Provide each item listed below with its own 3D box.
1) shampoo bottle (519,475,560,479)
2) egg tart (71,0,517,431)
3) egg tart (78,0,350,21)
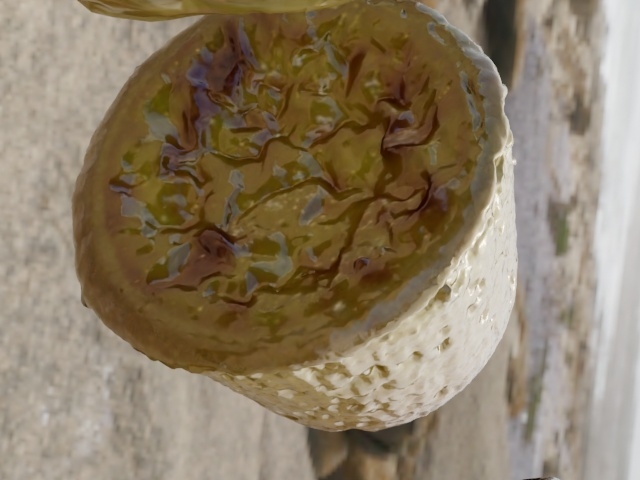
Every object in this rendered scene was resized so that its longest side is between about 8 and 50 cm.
[{"bbox_3d":[0.078,0.187,0.385,0.068,0.067,0.236,139,-60,-74],"label":"shampoo bottle"},{"bbox_3d":[0.000,0.000,0.622,0.147,0.203,0.202,61,37,-53],"label":"egg tart"},{"bbox_3d":[-0.053,-0.245,0.314,0.443,0.443,0.178,81,19,-49],"label":"egg tart"}]
